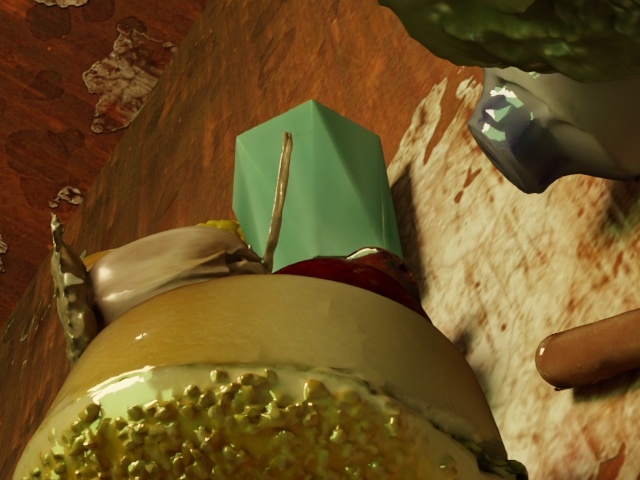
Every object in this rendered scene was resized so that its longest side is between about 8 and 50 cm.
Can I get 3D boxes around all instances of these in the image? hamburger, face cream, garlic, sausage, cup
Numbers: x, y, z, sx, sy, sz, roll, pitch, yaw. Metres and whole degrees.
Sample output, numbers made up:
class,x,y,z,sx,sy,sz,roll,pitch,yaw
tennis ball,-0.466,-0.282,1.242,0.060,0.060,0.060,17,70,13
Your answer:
class,x,y,z,sx,sy,sz,roll,pitch,yaw
hamburger,-0.026,0.156,0.937,0.302,0.302,0.170,-49,27,35
face cream,0.257,-0.199,1.063,0.420,0.137,0.235,-47,16,4
garlic,-0.118,0.023,1.255,0.207,0.207,0.257,-135,65,-73
sausage,0.173,0.057,0.958,0.158,0.036,0.042,-30,46,59
cup,0.000,0.000,1.415,0.236,0.134,0.148,-102,12,-57

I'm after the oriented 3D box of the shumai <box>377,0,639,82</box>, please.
class,x,y,z,sx,sy,sz,roll,pitch,yaw
shumai,0.158,-0.222,0.863,0.348,0.395,0.395,-36,29,45

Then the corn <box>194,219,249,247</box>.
class,x,y,z,sx,sy,sz,roll,pitch,yaw
corn,-0.126,0.140,1.559,0.131,0.131,0.344,-39,27,51

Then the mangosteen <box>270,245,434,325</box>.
class,x,y,z,sx,sy,sz,roll,pitch,yaw
mangosteen,0.015,0.094,1.170,0.200,0.200,0.200,-53,18,25
